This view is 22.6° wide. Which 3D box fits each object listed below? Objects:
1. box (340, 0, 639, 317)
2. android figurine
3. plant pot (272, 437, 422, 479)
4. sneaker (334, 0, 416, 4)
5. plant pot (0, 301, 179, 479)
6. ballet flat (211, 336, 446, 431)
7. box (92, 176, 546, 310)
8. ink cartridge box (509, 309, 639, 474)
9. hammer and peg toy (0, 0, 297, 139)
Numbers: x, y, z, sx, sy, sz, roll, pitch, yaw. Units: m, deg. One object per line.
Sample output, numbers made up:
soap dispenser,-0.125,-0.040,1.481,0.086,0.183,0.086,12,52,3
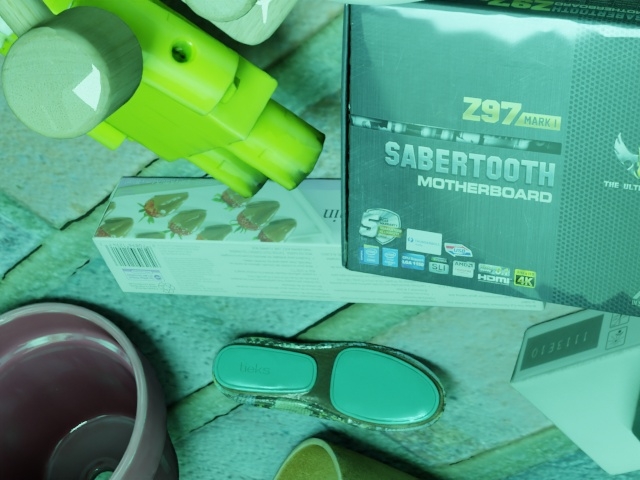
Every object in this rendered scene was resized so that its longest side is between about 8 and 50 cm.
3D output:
box,0.129,-0.055,0.937,0.233,0.059,0.183,9,120,14
android figurine,-0.132,-0.113,0.978,0.273,0.056,0.248,32,168,-19
plant pot,0.086,0.308,1.351,0.254,0.237,0.237,15,146,-19
sneaker,-0.012,-0.213,0.811,0.293,0.108,0.169,0,142,26
plant pot,-0.208,0.176,1.335,0.201,0.201,0.180,6,157,19
ballet flat,0.010,0.112,1.257,0.188,0.070,0.070,12,142,14
box,0.000,0.000,1.107,0.324,0.063,0.067,1,140,24
ink cartridge box,0.312,0.115,1.114,0.275,0.060,0.239,-23,125,42
hammer and peg toy,-0.093,-0.216,0.706,0.266,0.127,0.361,37,115,-8
